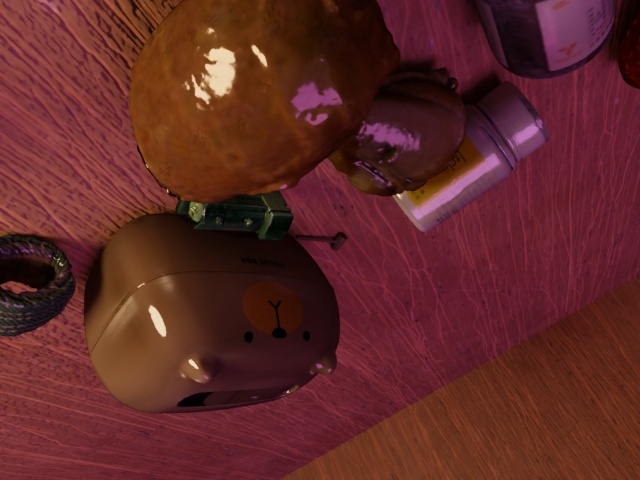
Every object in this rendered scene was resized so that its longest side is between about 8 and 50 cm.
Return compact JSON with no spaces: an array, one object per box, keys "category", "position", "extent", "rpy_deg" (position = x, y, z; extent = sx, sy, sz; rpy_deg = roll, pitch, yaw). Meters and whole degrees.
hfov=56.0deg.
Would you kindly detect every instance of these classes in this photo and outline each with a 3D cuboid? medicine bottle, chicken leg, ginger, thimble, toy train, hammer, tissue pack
[{"category":"medicine bottle","position":[0.260,-0.332,0.721],"extent":[0.165,0.165,0.273],"rpy_deg":[-35,149,11]},{"category":"medicine bottle","position":[0.237,-0.138,1.007],"extent":[0.258,0.143,0.143],"rpy_deg":[-35,148,12]},{"category":"chicken leg","position":[0.032,-0.171,0.824],"extent":[0.429,0.152,0.201],"rpy_deg":[6,122,-33]},{"category":"ginger","position":[-0.053,-0.160,0.578],"extent":[0.269,0.200,0.223],"rpy_deg":[-46,-173,-18]},{"category":"thimble","position":[-0.413,0.060,0.813],"extent":[0.135,0.118,0.090],"rpy_deg":[-13,154,-52]},{"category":"toy train","position":[-0.129,-0.055,0.874],"extent":[0.170,0.111,0.071],"rpy_deg":[2,133,-40]},{"category":"hammer","position":[0.000,0.000,1.142],"extent":[0.110,0.019,0.035],"rpy_deg":[4,136,-38]},{"category":"tissue pack","position":[-0.160,0.135,0.970],"extent":[0.387,0.276,0.267],"rpy_deg":[11,134,-45]}]

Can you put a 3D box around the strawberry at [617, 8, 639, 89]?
[{"category":"strawberry","position":[0.644,-0.332,0.920],"extent":[0.292,0.291,0.310],"rpy_deg":[-14,139,-21]}]
